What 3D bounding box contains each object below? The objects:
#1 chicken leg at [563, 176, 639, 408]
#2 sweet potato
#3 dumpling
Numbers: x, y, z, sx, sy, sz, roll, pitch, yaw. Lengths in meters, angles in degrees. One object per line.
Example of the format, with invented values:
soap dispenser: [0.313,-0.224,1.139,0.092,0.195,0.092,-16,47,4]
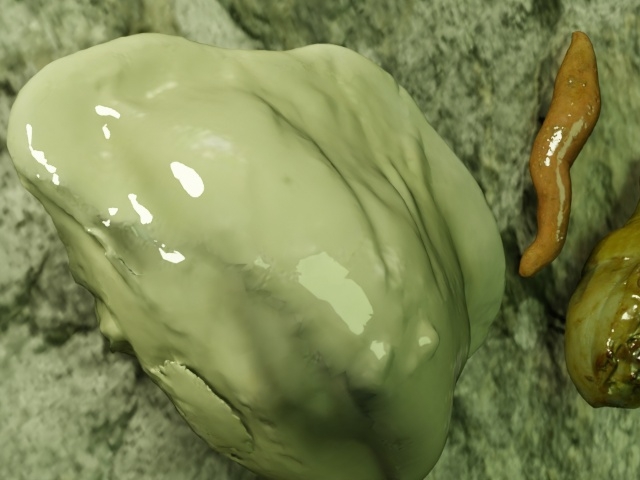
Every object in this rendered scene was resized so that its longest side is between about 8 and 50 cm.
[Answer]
chicken leg: [0.239,0.020,1.180,0.088,0.103,0.228,43,57,-20]
sweet potato: [0.163,-0.062,1.144,0.044,0.044,0.179,26,72,-43]
dumpling: [0.000,0.000,0.869,0.243,0.187,0.318,-53,123,-27]
